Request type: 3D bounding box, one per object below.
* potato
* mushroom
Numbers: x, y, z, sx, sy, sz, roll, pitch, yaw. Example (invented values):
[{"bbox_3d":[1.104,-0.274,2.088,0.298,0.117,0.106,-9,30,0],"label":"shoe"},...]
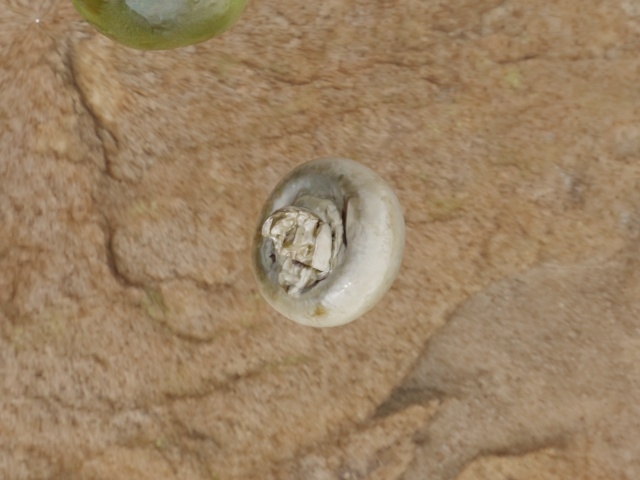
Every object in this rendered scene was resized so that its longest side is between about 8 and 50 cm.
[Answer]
[{"bbox_3d":[-0.195,-0.343,1.279,0.210,0.173,0.307,-6,137,6],"label":"potato"},{"bbox_3d":[0.000,0.000,1.496,0.178,0.226,0.226,11,98,-42],"label":"mushroom"}]
